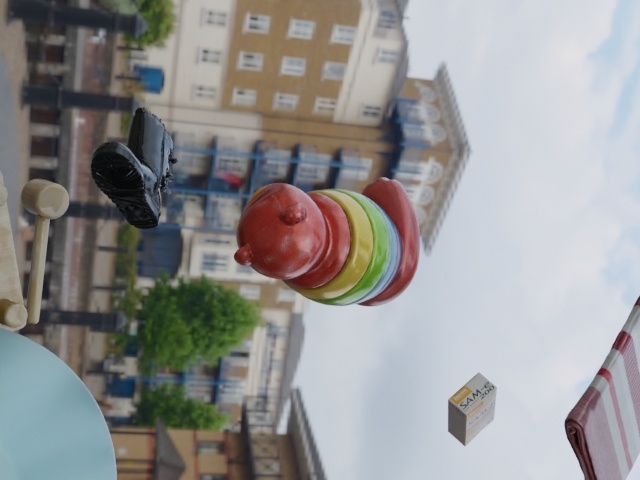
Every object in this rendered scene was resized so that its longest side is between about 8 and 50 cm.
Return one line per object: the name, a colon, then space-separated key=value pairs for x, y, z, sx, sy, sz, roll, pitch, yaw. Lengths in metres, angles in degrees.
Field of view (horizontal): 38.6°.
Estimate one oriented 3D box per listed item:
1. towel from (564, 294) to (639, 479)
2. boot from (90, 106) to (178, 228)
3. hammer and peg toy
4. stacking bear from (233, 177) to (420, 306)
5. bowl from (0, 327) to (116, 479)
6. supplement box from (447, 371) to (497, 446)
towel: x=0.456 y=0.207 z=1.338 sx=0.329 sy=0.037 sz=0.237 roll=-50 pitch=135 yaw=-28
boot: x=-0.169 y=-0.079 z=0.841 sx=0.121 sy=0.045 sz=0.099 roll=71 pitch=20 yaw=-55
hammer and peg toy: x=-0.519 y=0.033 z=1.343 sx=0.127 sy=0.361 sz=0.266 roll=9 pitch=-72 yaw=45
stacking bear: x=0.000 y=0.000 z=1.162 sx=0.175 sy=0.289 sz=0.164 roll=-34 pitch=-111 yaw=22
bowl: x=-0.358 y=0.236 z=0.832 sx=0.163 sy=0.311 sz=0.312 roll=14 pitch=80 yaw=-89
supplement box: x=0.209 y=0.234 z=1.261 sx=0.036 sy=0.062 sz=0.098 roll=40 pitch=-23 yaw=31
